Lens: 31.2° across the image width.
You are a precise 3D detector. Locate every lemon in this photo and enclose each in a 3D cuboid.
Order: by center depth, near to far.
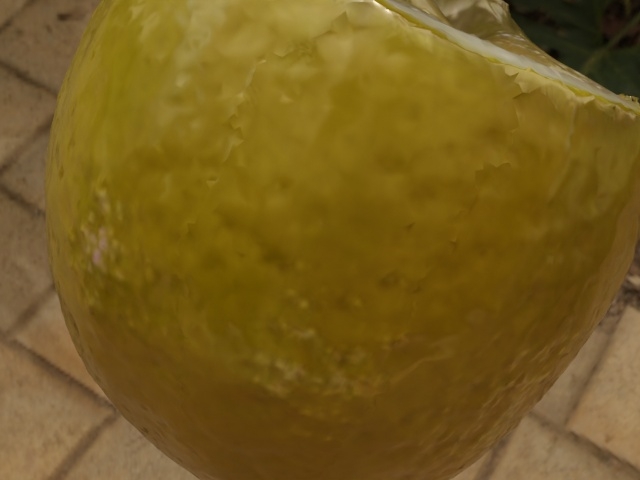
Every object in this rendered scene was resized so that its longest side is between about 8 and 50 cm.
[{"bbox_3d":[0.000,0.000,0.680,0.364,0.364,0.364,5,54,-7],"label":"lemon"}]
